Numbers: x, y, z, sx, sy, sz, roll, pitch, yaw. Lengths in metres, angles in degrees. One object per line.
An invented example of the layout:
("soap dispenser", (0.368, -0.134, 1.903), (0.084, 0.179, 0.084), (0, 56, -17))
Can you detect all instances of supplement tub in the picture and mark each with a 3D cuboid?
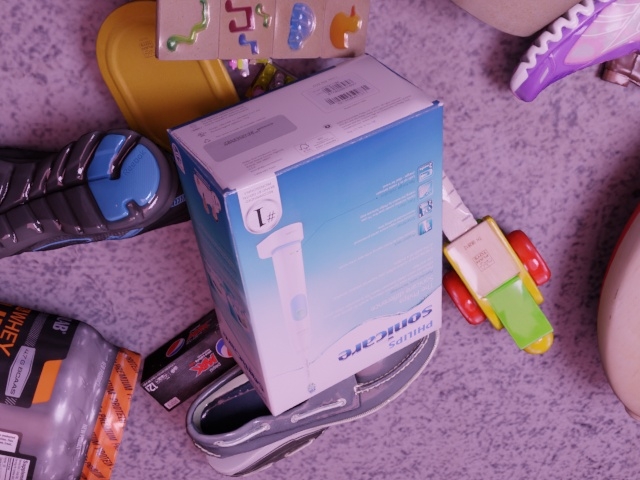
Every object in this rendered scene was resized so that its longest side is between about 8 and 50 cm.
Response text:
("supplement tub", (-0.368, 0.161, 0.861), (0.316, 0.193, 0.193), (15, 112, -13))

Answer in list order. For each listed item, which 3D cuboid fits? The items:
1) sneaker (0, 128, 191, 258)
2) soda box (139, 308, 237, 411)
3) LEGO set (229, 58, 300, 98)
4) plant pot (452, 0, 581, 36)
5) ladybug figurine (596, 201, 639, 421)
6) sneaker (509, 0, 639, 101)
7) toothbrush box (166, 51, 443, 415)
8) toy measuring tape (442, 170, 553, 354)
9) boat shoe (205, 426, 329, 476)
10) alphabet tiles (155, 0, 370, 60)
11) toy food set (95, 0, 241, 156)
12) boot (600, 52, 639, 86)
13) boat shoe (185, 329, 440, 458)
("sneaker", (-0.286, -0.034, 0.813), (0.341, 0.140, 0.125), (-1, 83, 17))
("soda box", (-0.132, 0.127, 0.941), (0.169, 0.060, 0.053), (-35, 113, 11))
("LEGO set", (-0.028, -0.175, 0.786), (0.132, 0.107, 0.287), (-22, 115, 5))
("plant pot", (0.215, -0.325, 0.685), (0.257, 0.256, 0.274), (23, 126, -15))
("ladybug figurine", (0.471, 0.014, 0.891), (0.305, 0.162, 0.449), (27, 109, -17))
("sneaker", (0.297, -0.214, 0.790), (0.236, 0.095, 0.104), (-42, 94, 18))
("toothbrush box", (0.000, 0.000, 0.782), (0.216, 0.126, 0.295), (-26, 134, -18))
("toy measuring tape", (0.163, -0.009, 0.892), (0.121, 0.121, 0.330), (-34, 102, 10))
("boat shoe", (-0.038, 0.224, 0.995), (0.219, 0.077, 0.070), (-29, 147, 1))
("alphabet tiles", (-0.033, -0.299, 0.676), (0.343, 0.011, 0.285), (-11, 116, -37))
("toy food set", (-0.146, -0.181, 0.787), (0.128, 0.071, 0.217), (-9, 124, 21))
("boot", (0.366, -0.215, 0.847), (0.106, 0.037, 0.114), (12, 109, -9))
("boat shoe", (-0.008, 0.159, 0.915), (0.320, 0.099, 0.116), (-25, 70, 0))
